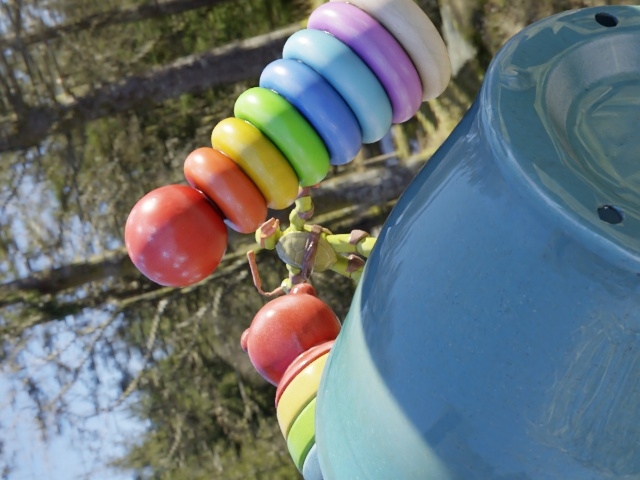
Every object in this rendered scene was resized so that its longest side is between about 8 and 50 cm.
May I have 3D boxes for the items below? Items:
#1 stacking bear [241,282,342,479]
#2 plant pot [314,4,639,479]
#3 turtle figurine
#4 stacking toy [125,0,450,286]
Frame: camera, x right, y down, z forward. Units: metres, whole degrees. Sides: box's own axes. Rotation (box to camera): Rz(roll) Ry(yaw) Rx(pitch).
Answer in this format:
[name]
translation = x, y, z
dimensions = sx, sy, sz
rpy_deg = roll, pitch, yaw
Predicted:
[stacking bear]
translation = 0.025, 0.175, 1.011
dimensions = 0.289, 0.175, 0.164
rpy_deg = 50, -168, 32
[plant pot]
translation = 0.142, 0.033, 0.486
dimensions = 0.255, 0.271, 0.272
rpy_deg = 98, 160, -47
[turtle figurine]
translation = 0.000, 0.000, 1.321
dimensions = 0.087, 0.217, 0.270
rpy_deg = -73, -7, -54
[stacking toy]
translation = -0.037, -0.084, 0.852
dimensions = 0.141, 0.330, 0.141
rpy_deg = 42, 169, 10
